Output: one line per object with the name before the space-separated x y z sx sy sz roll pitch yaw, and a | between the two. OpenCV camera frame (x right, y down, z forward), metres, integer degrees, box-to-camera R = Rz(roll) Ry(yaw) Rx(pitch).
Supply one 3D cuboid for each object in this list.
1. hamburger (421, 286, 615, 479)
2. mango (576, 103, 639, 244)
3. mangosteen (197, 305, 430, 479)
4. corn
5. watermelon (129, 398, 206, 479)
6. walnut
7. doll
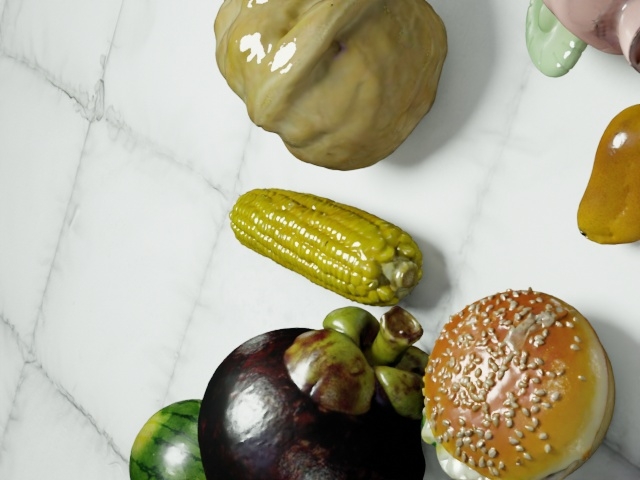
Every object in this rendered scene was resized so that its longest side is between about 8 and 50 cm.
hamburger | 0.212 0.163 1.179 0.237 0.147 0.236 -9 77 45
mango | 0.328 -0.064 1.128 0.105 0.084 0.159 38 135 28
mangosteen | 0.006 0.230 1.329 0.297 0.313 0.297 44 158 23
corn | 0.000 0.000 1.464 0.363 0.120 0.120 21 101 48
watermelon | -0.211 0.347 1.659 0.232 0.127 0.204 29 104 41
walnut | 0.013 -0.242 1.365 0.296 0.285 0.285 49 125 8
doll | 0.326 -0.264 1.101 0.284 0.216 0.268 -54 28 26
